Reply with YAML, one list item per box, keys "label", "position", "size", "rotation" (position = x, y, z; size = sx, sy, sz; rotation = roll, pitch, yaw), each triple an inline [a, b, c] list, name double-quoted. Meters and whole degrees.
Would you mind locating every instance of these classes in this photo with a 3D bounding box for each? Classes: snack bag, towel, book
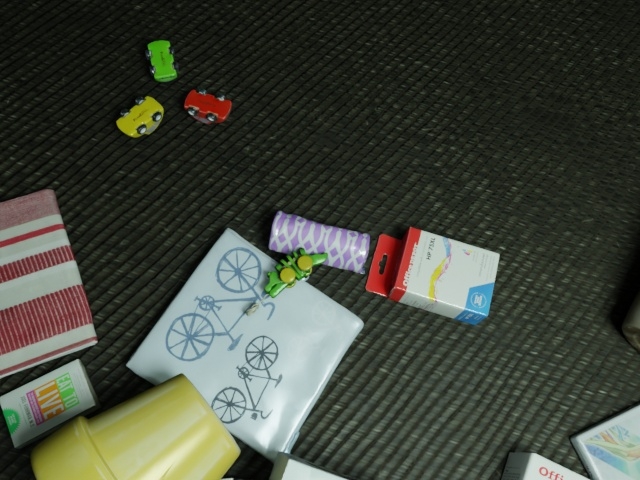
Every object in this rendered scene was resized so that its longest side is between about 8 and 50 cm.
- label: "snack bag"
  position: [-0.127, 0.187, 1.077]
  size: [0.342, 0.037, 0.323]
  rotation: [32, 71, 4]
- label: "towel"
  position: [-0.576, 0.081, 1.077]
  size: [0.237, 0.037, 0.329]
  rotation: [-20, 74, -14]
- label: "book"
  position: [-0.476, 0.285, 1.014]
  size: [0.144, 0.035, 0.096]
  rotation: [-27, 70, -13]

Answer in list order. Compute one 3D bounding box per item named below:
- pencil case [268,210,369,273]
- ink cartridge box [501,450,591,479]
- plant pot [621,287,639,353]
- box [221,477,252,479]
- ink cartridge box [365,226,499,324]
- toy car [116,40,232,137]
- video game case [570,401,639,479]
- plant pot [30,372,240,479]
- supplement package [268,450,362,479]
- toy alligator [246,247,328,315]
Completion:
- label: "pencil case"
  position: [0.000, 0.000, 1.134]
  size: [0.206, 0.086, 0.088]
  rotation: [16, 35, -1]
- label: "ink cartridge box"
  position: [0.381, 0.502, 0.970]
  size: [0.171, 0.100, 0.237]
  rotation: [25, 70, 4]
- label: "plant pot"
  position: [0.732, 0.122, 1.058]
  size: [0.323, 0.323, 0.280]
  rotation: [43, 88, 11]
- label: "box"
  position: [-0.155, 0.554, 0.922]
  size: [0.063, 0.067, 0.324]
  rotation: [5, 70, -3]
- label: "ink cartridge box"
  position: [0.218, 0.063, 1.131]
  size: [0.230, 0.078, 0.134]
  rotation: [17, 69, 2]
- label: "toy car"
  position: [-0.324, -0.327, 1.241]
  size: [0.238, 0.053, 0.225]
  rotation: [-13, 71, -10]
- label: "video game case"
  position: [0.672, 0.438, 1.055]
  size: [0.328, 0.036, 0.300]
  rotation: [-20, 73, -12]
- label: "plant pot"
  position: [-0.266, 0.346, 0.896]
  size: [0.239, 0.254, 0.254]
  rotation: [-37, 77, -22]
- label: "supplement package"
  position: [0.011, 0.439, 0.899]
  size: [0.203, 0.194, 0.149]
  rotation: [21, 71, -3]
- label: "toy alligator"
  position: [-0.072, 0.065, 1.074]
  size: [0.189, 0.056, 0.051]
  rotation: [-35, 78, -11]
